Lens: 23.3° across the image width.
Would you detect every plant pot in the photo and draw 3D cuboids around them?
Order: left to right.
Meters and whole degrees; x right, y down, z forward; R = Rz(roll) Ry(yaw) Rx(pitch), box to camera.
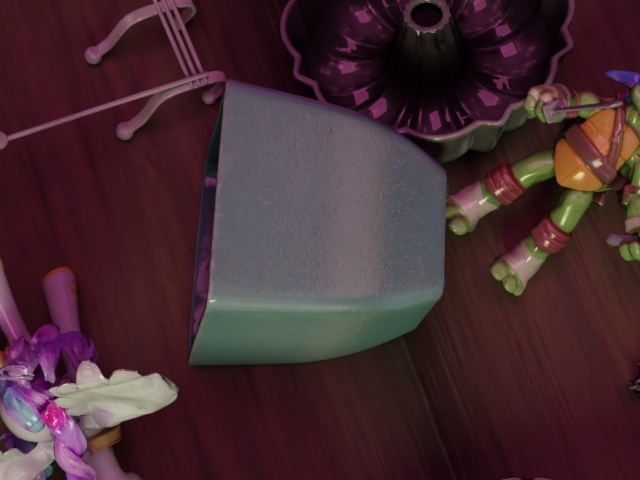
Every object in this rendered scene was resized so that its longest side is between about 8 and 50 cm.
[{"bbox_3d":[0.000,0.000,1.654,0.252,0.248,0.247,7,70,-7],"label":"plant pot"}]

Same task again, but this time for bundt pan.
[{"bbox_3d":[0.121,-0.223,1.766,0.331,0.124,0.331,-2,61,3],"label":"bundt pan"}]

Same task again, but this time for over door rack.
[{"bbox_3d":[-0.299,-0.230,1.801,0.324,0.108,0.239,-16,69,-24],"label":"over door rack"}]

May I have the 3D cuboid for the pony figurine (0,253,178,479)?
[{"bbox_3d":[-0.274,0.170,1.560,0.303,0.351,0.363,-34,67,7],"label":"pony figurine"}]

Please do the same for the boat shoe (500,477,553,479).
[{"bbox_3d":[0.197,0.273,1.643,0.125,0.038,0.046,-6,111,7],"label":"boat shoe"}]

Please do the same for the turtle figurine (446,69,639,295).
[{"bbox_3d":[0.262,-0.057,1.625,0.266,0.198,0.275,-40,37,24],"label":"turtle figurine"}]

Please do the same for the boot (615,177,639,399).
[{"bbox_3d":[0.396,0.070,1.679,0.263,0.091,0.229,28,81,18],"label":"boot"}]
